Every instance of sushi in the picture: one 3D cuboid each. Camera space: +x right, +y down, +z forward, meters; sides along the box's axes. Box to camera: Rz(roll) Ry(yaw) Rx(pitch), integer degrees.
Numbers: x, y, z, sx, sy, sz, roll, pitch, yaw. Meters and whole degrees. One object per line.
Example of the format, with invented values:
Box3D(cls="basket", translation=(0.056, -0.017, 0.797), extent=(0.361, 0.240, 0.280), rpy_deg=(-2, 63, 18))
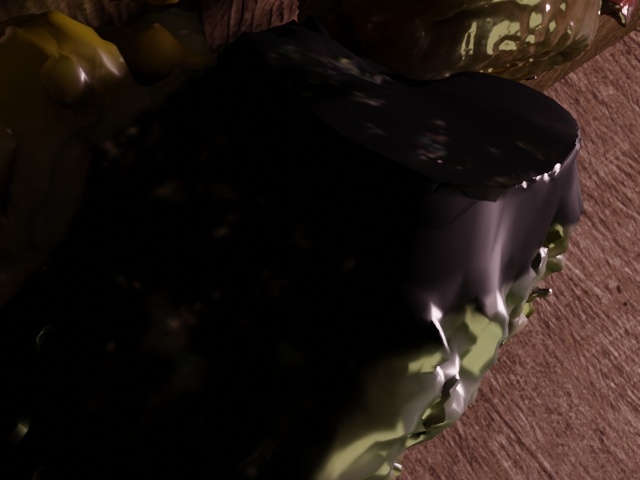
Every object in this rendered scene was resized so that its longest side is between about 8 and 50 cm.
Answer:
Box3D(cls="sushi", translation=(-0.083, 0.027, 0.625), extent=(0.329, 0.285, 0.328), rpy_deg=(-56, 172, 28))

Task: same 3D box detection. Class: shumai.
Box3D(cls="shumai", translation=(0.061, -0.171, 0.752), extent=(0.183, 0.186, 0.218), rpy_deg=(-17, 180, 32))

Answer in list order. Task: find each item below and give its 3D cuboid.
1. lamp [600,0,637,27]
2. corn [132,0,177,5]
Box3D(cls="lamp", translation=(0.151, -0.226, 0.932), extent=(0.151, 0.215, 0.223), rpy_deg=(-11, -165, -30))
Box3D(cls="corn", translation=(0.009, -0.199, 0.567), extent=(0.322, 0.119, 0.119), rpy_deg=(-39, 175, -9))
